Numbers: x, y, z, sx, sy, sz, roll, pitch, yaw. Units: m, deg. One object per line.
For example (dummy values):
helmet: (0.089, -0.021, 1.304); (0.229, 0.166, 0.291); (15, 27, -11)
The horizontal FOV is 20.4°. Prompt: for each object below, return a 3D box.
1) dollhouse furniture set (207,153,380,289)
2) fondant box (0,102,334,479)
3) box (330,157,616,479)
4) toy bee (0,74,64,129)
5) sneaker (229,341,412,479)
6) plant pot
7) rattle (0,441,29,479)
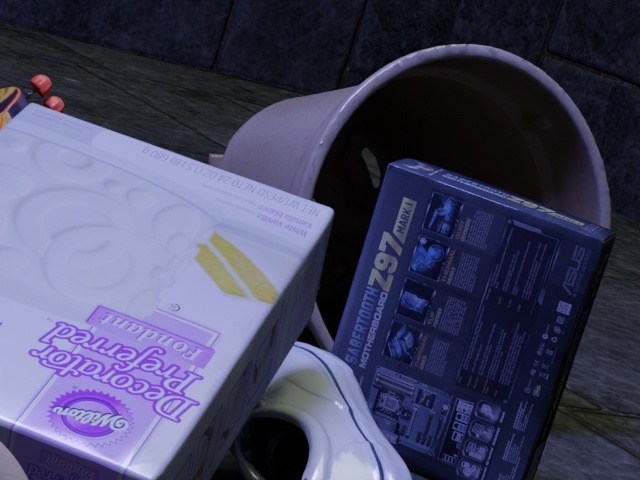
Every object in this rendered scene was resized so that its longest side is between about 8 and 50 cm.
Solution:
dollhouse furniture set: (0.000, 0.000, 2.024); (0.259, 0.135, 0.262); (2, 14, -18)
fondant box: (-0.155, 0.052, 1.136); (0.238, 0.096, 0.330); (19, 34, 9)
box: (0.110, 0.072, 1.410); (0.183, 0.232, 0.059); (20, 13, 17)
toy bee: (-0.324, -0.101, 1.713); (0.298, 0.162, 0.195); (57, -4, 41)
sneaker: (-0.019, 0.132, 1.262); (0.091, 0.094, 0.258); (18, 10, -26)
plant pot: (0.052, -0.024, 1.709); (0.334, 0.333, 0.305); (12, 1, -30)
rattle: (-0.189, 0.179, 0.909); (0.200, 0.143, 0.130); (29, 37, -26)
